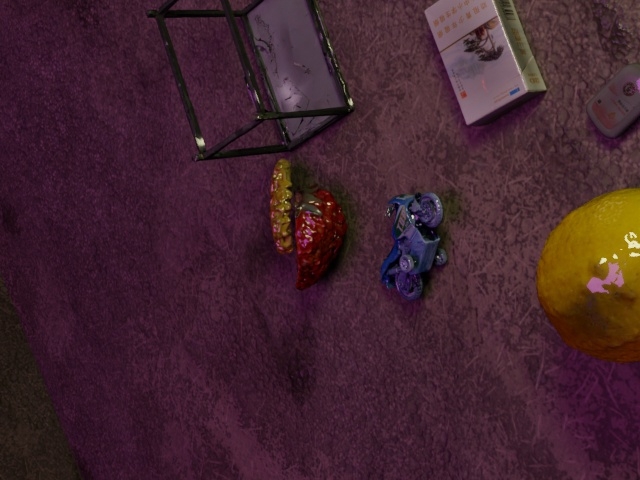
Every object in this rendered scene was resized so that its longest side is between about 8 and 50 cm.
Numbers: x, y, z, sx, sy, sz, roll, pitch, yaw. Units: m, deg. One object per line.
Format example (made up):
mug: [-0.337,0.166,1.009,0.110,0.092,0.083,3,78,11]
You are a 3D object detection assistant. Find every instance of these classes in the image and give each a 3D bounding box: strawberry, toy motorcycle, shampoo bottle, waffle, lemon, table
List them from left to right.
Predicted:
table: [-0.144,-0.364,2.289,0.222,0.272,0.335,-28,78,44]
waffle: [-0.083,-0.072,2.378,0.149,0.051,0.194,95,172,-57]
strawberry: [0.000,0.000,2.336,0.190,0.111,0.237,-95,4,-49]
toy motorcycle: [0.171,-0.001,2.174,0.135,0.092,0.255,47,137,40]
lemon: [0.480,0.052,1.744,0.322,0.268,0.268,-30,76,57]
shampoo bottle: [0.503,-0.241,1.822,0.165,0.040,0.080,-49,62,40]

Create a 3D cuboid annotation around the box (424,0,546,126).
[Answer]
box: [0.290,-0.337,2.002,0.149,0.067,0.233,-28,77,46]
